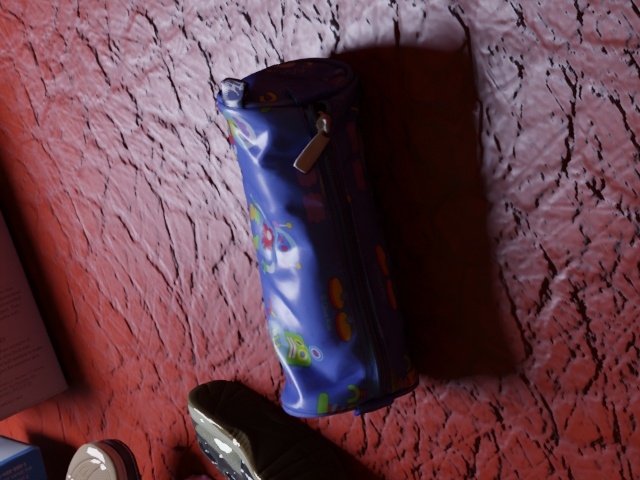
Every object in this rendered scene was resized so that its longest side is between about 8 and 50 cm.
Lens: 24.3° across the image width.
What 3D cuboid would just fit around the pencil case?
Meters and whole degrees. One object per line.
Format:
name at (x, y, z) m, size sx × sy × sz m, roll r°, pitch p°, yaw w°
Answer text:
pencil case at (0.000, 0.000, 1.225) m, size 0.133 × 0.119 × 0.306 m, roll -149°, pitch 45°, yaw -66°

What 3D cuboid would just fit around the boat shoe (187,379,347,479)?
boat shoe at (-0.050, 0.215, 1.436) m, size 0.223 × 0.080 × 0.073 m, roll 35°, pitch 138°, yaw 41°

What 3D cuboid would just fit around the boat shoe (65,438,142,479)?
boat shoe at (-0.219, 0.328, 1.672) m, size 0.103 × 0.092 × 0.285 m, roll 28°, pitch 131°, yaw 38°

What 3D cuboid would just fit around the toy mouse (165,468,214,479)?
toy mouse at (-0.115, 0.301, 1.586) m, size 0.161 × 0.031 × 0.143 m, roll 56°, pitch 141°, yaw 13°

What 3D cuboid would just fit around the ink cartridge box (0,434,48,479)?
ink cartridge box at (-0.423, 0.420, 1.793) m, size 0.129 × 0.223 × 0.307 m, roll 5°, pitch 112°, yaw 46°

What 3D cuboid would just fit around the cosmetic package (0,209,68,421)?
cosmetic package at (-0.461, 0.041, 1.758) m, size 0.197 × 0.155 × 0.365 m, roll -15°, pitch 98°, yaw 53°
